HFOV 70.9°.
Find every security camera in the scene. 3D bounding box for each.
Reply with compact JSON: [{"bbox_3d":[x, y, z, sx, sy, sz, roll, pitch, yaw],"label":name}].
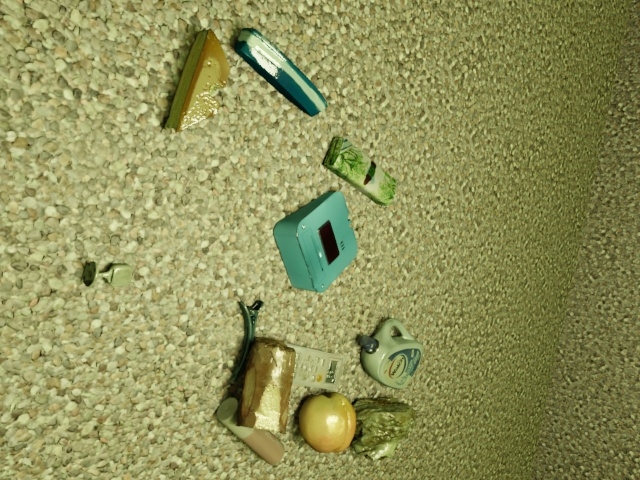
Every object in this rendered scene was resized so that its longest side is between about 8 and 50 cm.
[{"bbox_3d":[-0.453,0.075,0.967,0.092,0.058,0.058,15,91,-53],"label":"security camera"}]

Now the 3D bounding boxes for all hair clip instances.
[{"bbox_3d":[-0.202,0.275,1.218,0.070,0.039,0.230,4,99,-41],"label":"hair clip"}]

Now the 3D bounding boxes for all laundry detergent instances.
[{"bbox_3d":[0.234,0.382,1.559,0.280,0.105,0.215,43,73,-36],"label":"laundry detergent"}]

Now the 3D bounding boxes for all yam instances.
[{"bbox_3d":[-0.137,0.380,1.181,0.129,0.127,0.239,25,71,-50],"label":"yam"}]

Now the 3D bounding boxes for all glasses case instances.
[{"bbox_3d":[0.129,-0.204,1.365,0.272,0.062,0.096,28,82,-40],"label":"glasses case"}]

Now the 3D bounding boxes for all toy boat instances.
[{"bbox_3d":[-0.087,-0.405,1.124,0.299,0.096,0.062,32,90,-42],"label":"toy boat"}]

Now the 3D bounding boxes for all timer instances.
[{"bbox_3d":[0.000,0.000,1.317,0.250,0.091,0.232,-39,122,-40],"label":"timer"}]

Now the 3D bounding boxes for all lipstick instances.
[{"bbox_3d":[-0.192,0.539,1.265,0.070,0.070,0.255,-47,125,-22],"label":"lipstick"}]

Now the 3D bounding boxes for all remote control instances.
[{"bbox_3d":[-0.048,0.382,1.363,0.312,0.055,0.110,26,73,-43],"label":"remote control"}]

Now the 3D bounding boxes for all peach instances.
[{"bbox_3d":[0.023,0.560,1.383,0.184,0.184,0.185,-10,106,-37],"label":"peach"}]

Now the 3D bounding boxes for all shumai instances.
[{"bbox_3d":[0.207,0.657,1.546,0.255,0.189,0.219,13,90,-35],"label":"shumai"}]

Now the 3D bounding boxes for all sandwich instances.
[{"bbox_3d":[-0.259,-0.340,0.996,0.088,0.090,0.245,21,87,-38],"label":"sandwich"}]
